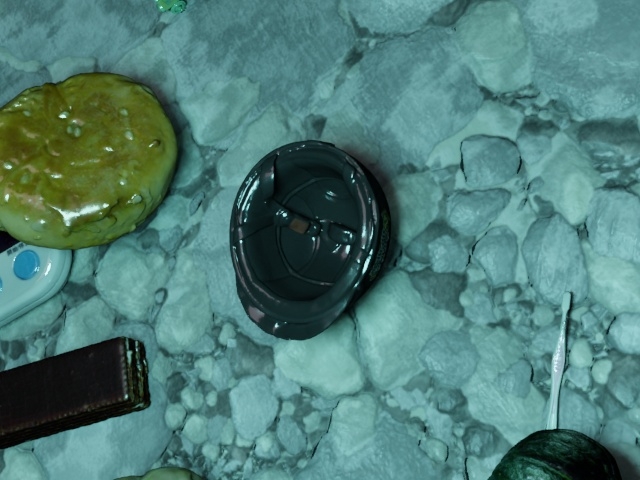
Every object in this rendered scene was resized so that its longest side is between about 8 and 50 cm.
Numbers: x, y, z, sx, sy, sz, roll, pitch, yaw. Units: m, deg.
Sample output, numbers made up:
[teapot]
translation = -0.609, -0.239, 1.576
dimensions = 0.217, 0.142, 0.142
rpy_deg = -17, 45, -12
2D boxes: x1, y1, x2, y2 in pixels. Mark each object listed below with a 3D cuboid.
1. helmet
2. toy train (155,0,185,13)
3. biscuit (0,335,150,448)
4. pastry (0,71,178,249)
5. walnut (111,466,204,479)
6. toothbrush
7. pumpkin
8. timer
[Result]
[helmet]
translation = 0.000, 0.000, 1.839
dimensions = 0.231, 0.160, 0.278
rpy_deg = 10, 94, 27
[toy train]
translation = -0.227, -0.422, 2.112
dimensions = 0.122, 0.081, 0.050
rpy_deg = -40, 69, 10
[biscuit]
translation = -0.447, 0.250, 2.021
dimensions = 0.388, 0.073, 0.107
rpy_deg = -17, 67, 20
[pastry]
translation = -0.377, -0.112, 2.006
dimensions = 0.316, 0.184, 0.284
rpy_deg = -25, 70, -12
[walnut]
translation = -0.227, 0.431, 1.781
dimensions = 0.248, 0.248, 0.248
rpy_deg = -7, 72, 23
[toothbrush]
translation = 0.316, 0.167, 1.721
dimensions = 0.017, 0.022, 0.204
rpy_deg = 7, 78, 10
[pumpkin]
translation = 0.277, 0.337, 1.578
dimensions = 0.162, 0.220, 0.220
rpy_deg = 34, 91, 19
[timer]
translation = -0.529, 0.019, 2.118
dimensions = 0.262, 0.087, 0.237
rpy_deg = -29, 66, 14
